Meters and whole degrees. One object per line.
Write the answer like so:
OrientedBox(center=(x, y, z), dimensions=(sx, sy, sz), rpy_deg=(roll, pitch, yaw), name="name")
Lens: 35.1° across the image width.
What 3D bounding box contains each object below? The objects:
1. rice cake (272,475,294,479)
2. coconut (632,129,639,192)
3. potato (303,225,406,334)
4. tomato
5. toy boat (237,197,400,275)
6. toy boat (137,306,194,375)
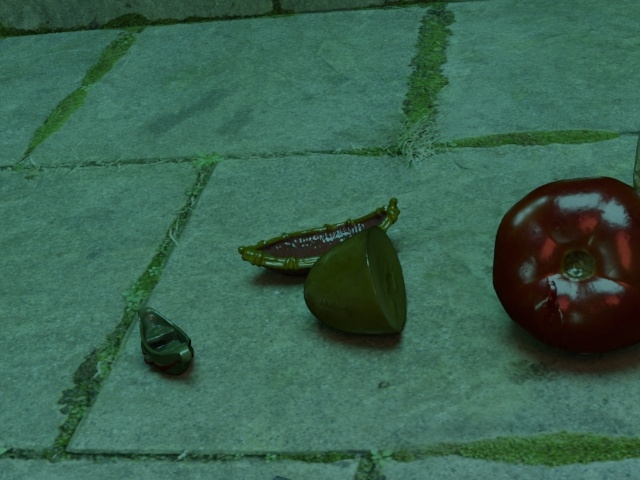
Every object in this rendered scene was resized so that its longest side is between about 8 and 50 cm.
OrientedBox(center=(0.032, 0.371, 1.349), dimensions=(0.269, 0.049, 0.055), rpy_deg=(10, 13, 27), name="rice cake")
OrientedBox(center=(0.697, -0.144, 1.870), dimensions=(0.239, 0.239, 0.244), rpy_deg=(6, 33, 23), name="coconut")
OrientedBox(center=(0.050, 0.079, 1.737), dimensions=(0.158, 0.178, 0.204), rpy_deg=(-14, 53, 21), name="potato")
OrientedBox(center=(0.427, 0.039, 1.623), dimensions=(0.298, 0.299, 0.226), rpy_deg=(7, -6, 25), name="tomato")
OrientedBox(center=(0.003, 0.005, 1.920), dimensions=(0.317, 0.099, 0.141), rpy_deg=(-17, 28, -9), name="toy boat")
OrientedBox(center=(-0.262, 0.176, 1.721), dimensions=(0.089, 0.071, 0.185), rpy_deg=(-23, 33, -25), name="toy boat")
